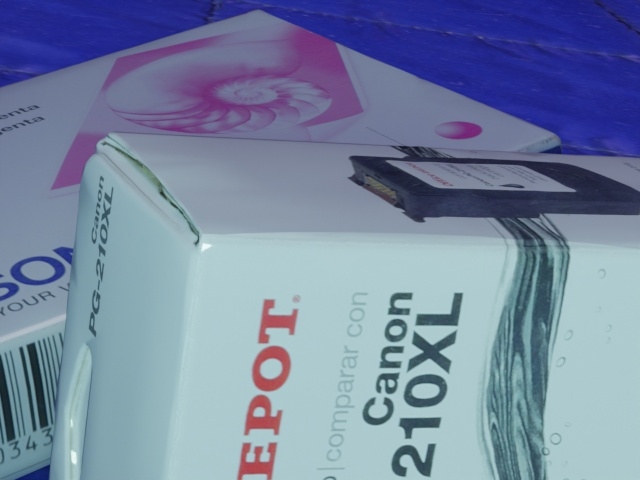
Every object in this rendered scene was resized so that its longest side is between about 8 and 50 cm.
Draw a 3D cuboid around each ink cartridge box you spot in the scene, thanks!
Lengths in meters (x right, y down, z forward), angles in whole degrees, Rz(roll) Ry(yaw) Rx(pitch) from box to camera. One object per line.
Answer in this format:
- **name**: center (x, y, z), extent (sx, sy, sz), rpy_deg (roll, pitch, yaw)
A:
- **ink cartridge box**: center (-0.116, -0.026, 0.778), extent (0.324, 0.071, 0.330), rpy_deg (-22, 33, -31)
- **ink cartridge box**: center (0.046, 0.065, 0.514), extent (0.237, 0.172, 0.100), rpy_deg (2, 18, -23)
